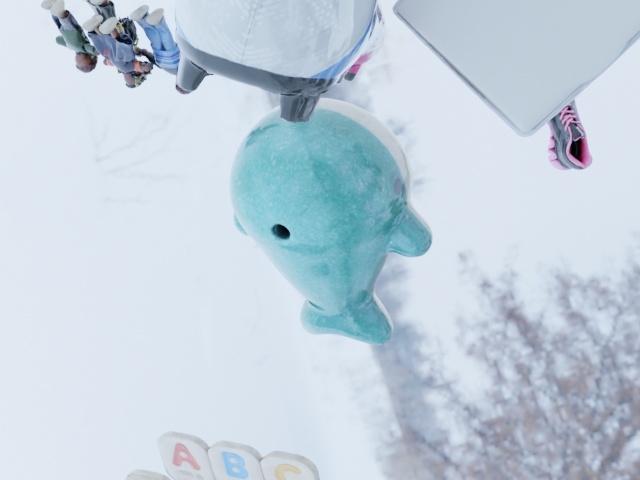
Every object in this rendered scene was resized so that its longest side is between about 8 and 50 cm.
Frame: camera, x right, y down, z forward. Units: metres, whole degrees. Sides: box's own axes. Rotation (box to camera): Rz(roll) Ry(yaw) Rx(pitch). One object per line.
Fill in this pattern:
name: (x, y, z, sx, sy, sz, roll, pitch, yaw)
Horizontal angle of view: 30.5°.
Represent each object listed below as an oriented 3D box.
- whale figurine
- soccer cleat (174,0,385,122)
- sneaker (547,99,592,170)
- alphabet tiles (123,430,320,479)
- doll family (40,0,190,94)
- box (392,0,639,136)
whale figurine: (0.000, 0.000, 1.145, 0.141, 0.216, 0.272, -50, 141, -49)
soccer cleat: (-0.004, -0.165, 0.672, 0.331, 0.116, 0.143, -83, -168, -73)
sneaker: (0.263, -0.127, 1.254, 0.119, 0.047, 0.057, 68, -9, -20)
alphabet tiles: (-0.065, 0.308, 1.196, 0.021, 0.284, 0.278, -59, 148, -46)
doll family: (-0.205, -0.204, 1.237, 0.193, 0.076, 0.111, 30, -26, 38)
box: (0.168, -0.197, 0.807, 0.127, 0.148, 0.232, 43, 33, -3)
